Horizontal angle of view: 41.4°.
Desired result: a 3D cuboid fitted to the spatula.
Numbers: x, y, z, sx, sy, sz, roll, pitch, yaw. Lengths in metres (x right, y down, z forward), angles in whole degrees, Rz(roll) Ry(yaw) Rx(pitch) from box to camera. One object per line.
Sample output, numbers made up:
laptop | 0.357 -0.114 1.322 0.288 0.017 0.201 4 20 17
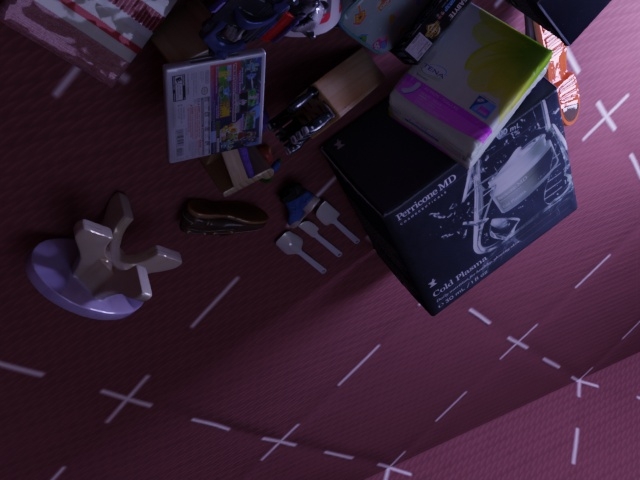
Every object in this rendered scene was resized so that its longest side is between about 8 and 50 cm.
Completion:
spatula | 0.000 0.000 2.153 0.168 0.019 0.242 -43 147 4

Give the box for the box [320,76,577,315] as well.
box | 0.325 -0.149 2.048 0.479 0.297 0.472 -37 140 -3

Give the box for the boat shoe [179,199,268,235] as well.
boat shoe | -0.216 -0.045 1.889 0.206 0.073 0.073 5 127 -34

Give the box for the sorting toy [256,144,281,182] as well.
sorting toy | -0.116 -0.173 1.862 0.042 0.061 0.102 -59 162 -33

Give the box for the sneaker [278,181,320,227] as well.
sneaker | -0.063 -0.087 1.988 0.058 0.084 0.152 -52 -176 -26

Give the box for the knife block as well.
knife block | 0.017 -0.284 1.707 0.275 0.242 0.088 -38 98 -1

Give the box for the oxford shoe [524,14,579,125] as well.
oxford shoe | 0.507 -0.441 1.998 0.130 0.132 0.364 -30 115 -38

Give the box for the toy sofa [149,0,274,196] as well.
toy sofa | -0.181 -0.274 1.619 0.177 0.150 0.363 -29 141 -11

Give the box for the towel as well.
towel | -0.346 -0.439 1.403 0.329 0.037 0.237 -49 136 11

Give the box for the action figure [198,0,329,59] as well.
action figure | -0.102 -0.448 1.314 0.341 0.179 0.330 -19 133 42

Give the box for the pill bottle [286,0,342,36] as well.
pill bottle | -0.039 -0.529 1.455 0.176 0.176 0.319 -19 138 -24

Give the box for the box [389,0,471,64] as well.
box | 0.223 -0.439 1.720 0.051 0.220 0.175 39 98 -9

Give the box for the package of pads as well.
package of pads | 0.305 -0.330 1.774 0.297 0.229 0.101 -50 164 -9

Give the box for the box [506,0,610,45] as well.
box | 0.474 -0.623 1.668 0.343 0.312 0.179 -49 140 12

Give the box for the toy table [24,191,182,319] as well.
toy table | -0.423 0.045 1.690 0.161 0.252 0.274 -37 157 24

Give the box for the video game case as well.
video game case | -0.188 -0.239 1.510 0.183 0.023 0.201 -15 137 -22

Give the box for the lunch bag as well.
lunch bag | 0.136 -0.511 1.664 0.279 0.108 0.224 -49 153 16
